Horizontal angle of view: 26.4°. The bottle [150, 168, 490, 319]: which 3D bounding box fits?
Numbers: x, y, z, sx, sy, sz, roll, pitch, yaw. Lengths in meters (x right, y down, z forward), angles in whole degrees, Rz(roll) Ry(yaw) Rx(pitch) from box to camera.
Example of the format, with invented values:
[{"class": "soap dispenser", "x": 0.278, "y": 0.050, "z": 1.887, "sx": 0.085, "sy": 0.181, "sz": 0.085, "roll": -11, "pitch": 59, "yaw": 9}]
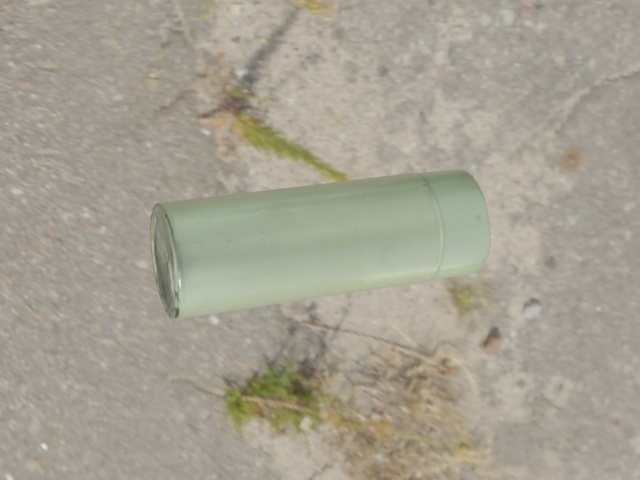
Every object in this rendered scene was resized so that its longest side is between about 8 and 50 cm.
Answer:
[{"class": "bottle", "x": 0.000, "y": 0.000, "z": 0.845, "sx": 0.202, "sy": 0.072, "sz": 0.072, "roll": -7, "pitch": 105, "yaw": -18}]
